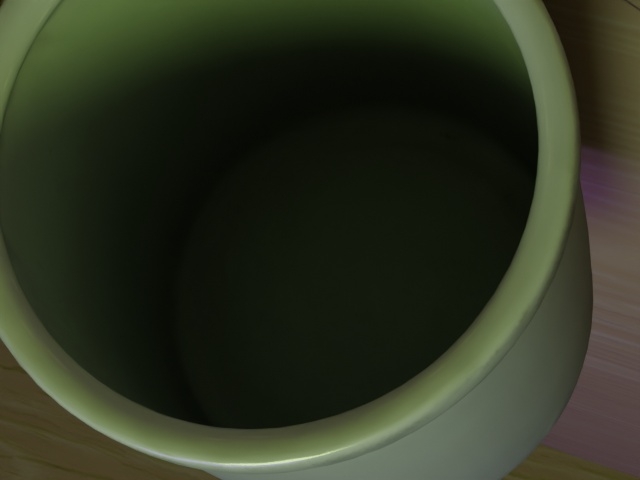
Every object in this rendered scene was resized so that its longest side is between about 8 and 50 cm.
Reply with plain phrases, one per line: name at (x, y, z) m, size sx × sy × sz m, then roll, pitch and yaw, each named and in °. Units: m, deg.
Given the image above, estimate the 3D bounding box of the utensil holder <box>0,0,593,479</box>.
utensil holder at (0.000, 0.000, 1.151) m, size 0.327 × 0.328 × 0.385 m, roll 18°, pitch 169°, yaw 14°

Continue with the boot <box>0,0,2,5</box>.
boot at (-0.286, -0.205, 1.233) m, size 0.220 × 0.109 × 0.283 m, roll 27°, pitch 165°, yaw -33°
